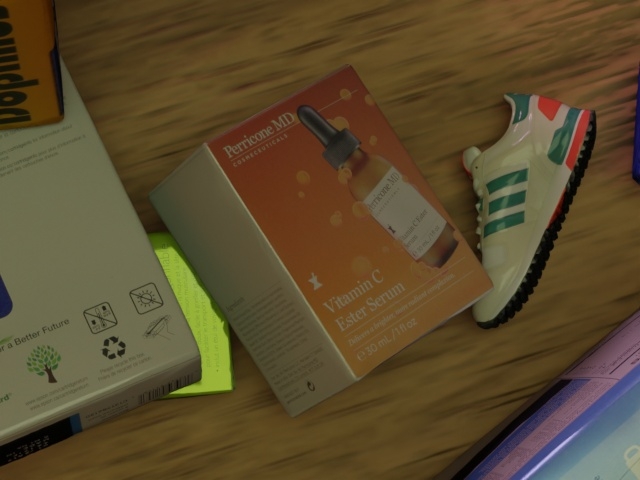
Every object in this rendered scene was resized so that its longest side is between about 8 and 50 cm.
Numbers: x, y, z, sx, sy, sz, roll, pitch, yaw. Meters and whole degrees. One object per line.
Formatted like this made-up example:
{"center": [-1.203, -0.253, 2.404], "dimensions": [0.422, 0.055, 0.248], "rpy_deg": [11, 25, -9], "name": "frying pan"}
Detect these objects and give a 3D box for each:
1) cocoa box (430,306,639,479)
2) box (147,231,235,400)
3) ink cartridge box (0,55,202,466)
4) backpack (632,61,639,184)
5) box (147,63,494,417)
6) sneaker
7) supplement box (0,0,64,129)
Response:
{"center": [0.269, 0.214, 1.121], "dimensions": [0.231, 0.228, 0.347], "rpy_deg": [-40, 89, -7], "name": "cocoa box"}
{"center": [-0.147, 0.052, 1.193], "dimensions": [0.178, 0.042, 0.109], "rpy_deg": [-4, 84, -4], "name": "box"}
{"center": [-0.213, -0.032, 1.155], "dimensions": [0.165, 0.065, 0.332], "rpy_deg": [-22, 72, -11], "name": "ink cartridge box"}
{"center": [0.268, -0.075, 1.209], "dimensions": [0.120, 0.101, 0.098], "rpy_deg": [5, 91, 4], "name": "backpack"}
{"center": [0.000, 0.000, 1.163], "dimensions": [0.130, 0.091, 0.170], "rpy_deg": [-33, 89, -34], "name": "box"}
{"center": [0.121, -0.023, 1.224], "dimensions": [0.075, 0.057, 0.161], "rpy_deg": [23, 85, 14], "name": "sneaker"}
{"center": [-0.266, -0.257, 1.097], "dimensions": [0.195, 0.194, 0.356], "rpy_deg": [-6, 72, -6], "name": "supplement box"}
